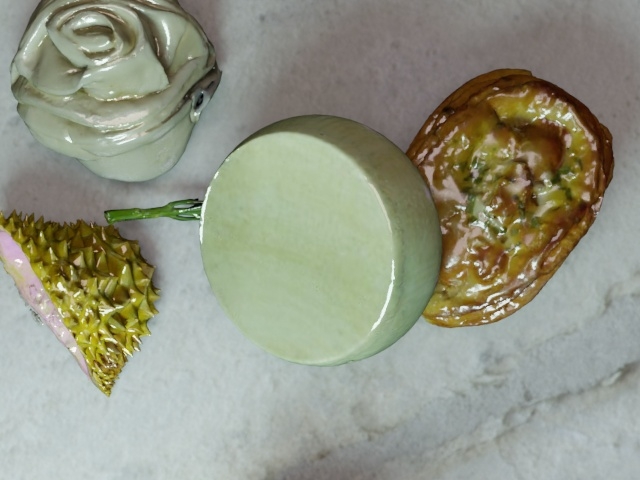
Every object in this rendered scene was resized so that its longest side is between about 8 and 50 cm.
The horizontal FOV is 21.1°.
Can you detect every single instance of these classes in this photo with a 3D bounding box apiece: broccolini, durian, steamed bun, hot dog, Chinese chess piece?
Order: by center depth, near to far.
[{"bbox_3d":[0.000,0.000,1.693,0.250,0.101,0.250,9,106,31],"label":"Chinese chess piece"},{"bbox_3d":[0.173,-0.042,1.735,0.196,0.122,0.272,37,85,8],"label":"hot dog"},{"bbox_3d":[-0.253,0.050,1.750,0.132,0.165,0.182,-39,50,28],"label":"durian"},{"bbox_3d":[-0.212,-0.182,1.750,0.211,0.144,0.218,27,86,4],"label":"steamed bun"},{"bbox_3d":[-0.152,-0.030,1.769,0.140,0.035,0.030,-5,91,-19],"label":"broccolini"}]
